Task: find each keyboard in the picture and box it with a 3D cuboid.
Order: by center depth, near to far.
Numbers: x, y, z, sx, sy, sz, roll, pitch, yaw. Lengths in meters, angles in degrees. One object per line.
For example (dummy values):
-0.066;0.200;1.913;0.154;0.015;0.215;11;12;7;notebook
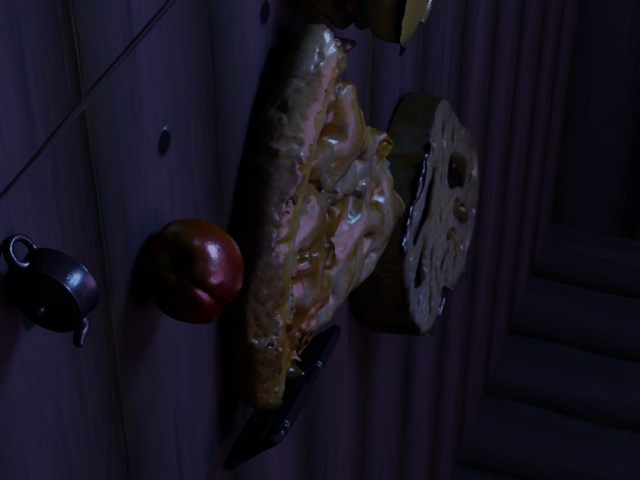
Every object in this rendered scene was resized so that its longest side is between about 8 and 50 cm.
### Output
-0.043;0.183;1.726;0.016;0.106;0.262;52;29;-11;keyboard

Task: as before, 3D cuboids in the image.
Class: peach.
-0.116;0.028;1.341;0.101;0.101;0.100;13;90;-74;peach

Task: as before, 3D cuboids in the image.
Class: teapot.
-0.207;0.038;1.084;0.100;0.068;0.045;54;42;-22;teapot

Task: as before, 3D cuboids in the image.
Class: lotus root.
0.151;-0.043;2.205;0.390;0.111;0.374;-43;141;-58;lotus root

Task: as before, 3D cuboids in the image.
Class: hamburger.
0.060;-0.335;1.567;0.237;0.149;0.237;21;90;-79;hamburger

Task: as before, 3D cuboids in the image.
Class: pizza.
-0.015;0.004;1.661;0.392;0.080;0.435;-66;155;-15;pizza
